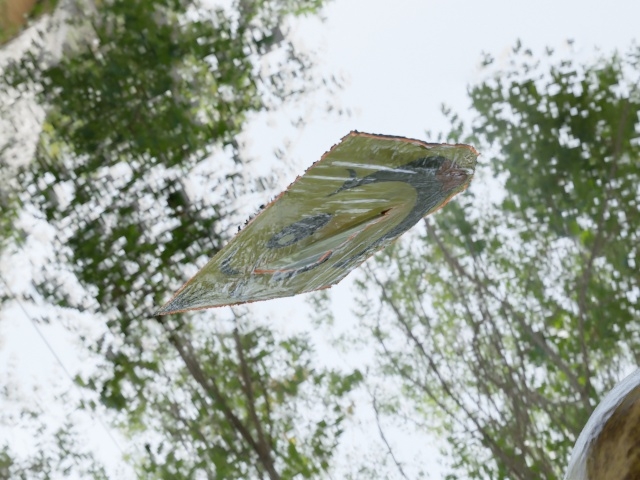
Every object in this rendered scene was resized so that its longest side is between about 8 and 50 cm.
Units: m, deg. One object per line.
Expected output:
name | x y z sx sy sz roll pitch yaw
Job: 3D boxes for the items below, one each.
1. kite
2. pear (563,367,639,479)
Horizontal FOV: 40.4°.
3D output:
kite | -0.001 -0.002 0.786 0.327 0.013 0.377 -24 163 -6
pear | 0.203 0.124 0.373 0.197 0.197 0.197 -19 -151 11
